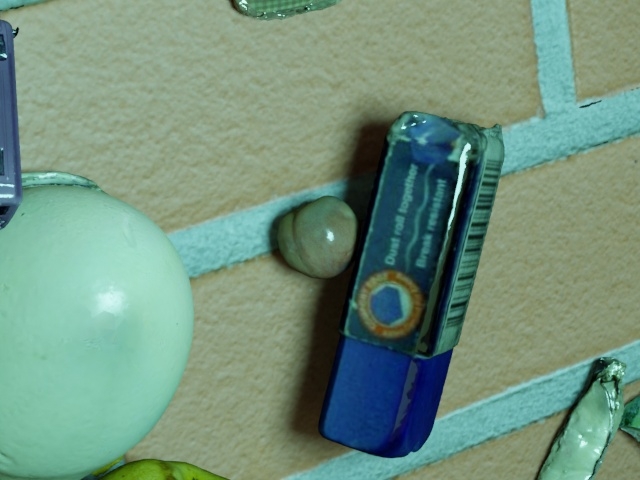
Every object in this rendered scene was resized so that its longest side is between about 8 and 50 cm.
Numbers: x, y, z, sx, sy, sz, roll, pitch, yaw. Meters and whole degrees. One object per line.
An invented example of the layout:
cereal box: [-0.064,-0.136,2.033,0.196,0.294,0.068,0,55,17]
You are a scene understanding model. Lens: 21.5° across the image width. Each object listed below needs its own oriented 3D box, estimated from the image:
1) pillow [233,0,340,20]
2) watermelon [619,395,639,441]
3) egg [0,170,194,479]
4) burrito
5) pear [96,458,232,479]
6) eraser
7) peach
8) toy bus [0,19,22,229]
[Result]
pillow: [-0.032,-0.311,1.555,0.135,0.034,0.211,-19,112,-27]
watermelon: [0.431,0.227,1.917,0.098,0.121,0.158,-55,129,-33]
egg: [-0.224,0.097,1.460,0.264,0.174,0.286,18,96,-29]
burrito: [0.281,0.235,1.855,0.058,0.063,0.229,30,87,-4]
pear: [-0.145,0.305,1.543,0.209,0.209,0.209,-8,106,-29]
eraser: [0.092,0.038,1.644,0.155,0.101,0.332,-5,111,-72]
peach: [0.001,-0.002,1.621,0.083,0.083,0.083,-8,106,-29]
toy bus: [-0.291,-0.103,1.387,0.087,0.098,0.178,1,73,-25]
